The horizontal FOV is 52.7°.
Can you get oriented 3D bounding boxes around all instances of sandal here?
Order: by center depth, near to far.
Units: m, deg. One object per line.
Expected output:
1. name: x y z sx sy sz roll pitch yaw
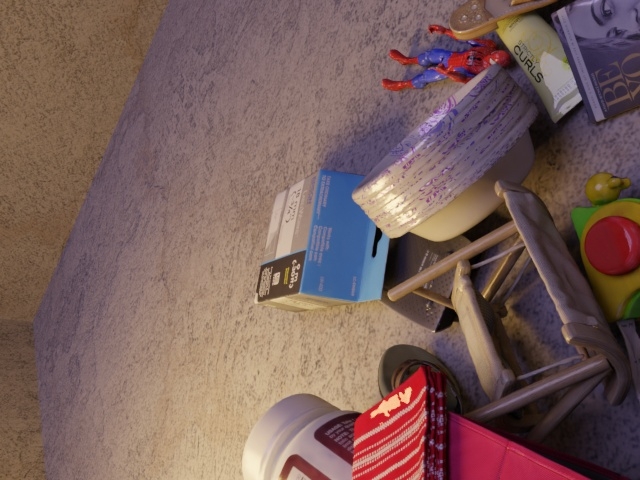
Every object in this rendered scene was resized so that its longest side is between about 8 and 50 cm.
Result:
1. sandal: 0.153 0.223 0.919 0.303 0.120 0.086 -99 8 -71
2. sandal: 0.296 -0.389 0.956 0.240 0.079 0.088 -28 57 17

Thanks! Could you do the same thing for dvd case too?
1. dvd case: 0.419 -0.264 0.818 0.221 0.018 0.164 -20 89 49

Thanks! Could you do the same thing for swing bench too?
1. swing bench: 0.241 0.108 0.821 0.254 0.165 0.253 -49 31 33

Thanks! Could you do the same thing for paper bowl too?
1. paper bowl: 0.194 -0.110 0.952 0.284 0.148 0.284 -43 6 6

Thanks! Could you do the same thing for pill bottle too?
1. pill bottle: 0.069 0.383 0.926 0.392 0.224 0.224 20 95 49

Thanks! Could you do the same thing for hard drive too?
1. hard drive: 0.156 0.037 1.099 0.255 0.054 0.172 32 105 54

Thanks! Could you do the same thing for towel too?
1. towel: 0.075 0.295 0.720 0.199 0.031 0.274 127 159 -46

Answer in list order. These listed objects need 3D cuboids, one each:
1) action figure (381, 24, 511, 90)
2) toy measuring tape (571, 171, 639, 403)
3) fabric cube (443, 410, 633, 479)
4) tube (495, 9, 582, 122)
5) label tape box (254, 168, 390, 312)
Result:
1. action figure: 0.190 -0.312 1.109 0.280 0.139 0.091 14 91 52
2. toy measuring tape: 0.385 0.064 0.741 0.121 0.121 0.330 -32 62 44
3. fabric cube: 0.240 0.348 0.614 0.258 0.254 0.259 -68 15 -8
4. tube: 0.330 -0.289 0.975 0.070 0.062 0.240 93 159 -54
5. label tape box: 0.000 0.000 1.217 0.334 0.106 0.240 -21 57 61
